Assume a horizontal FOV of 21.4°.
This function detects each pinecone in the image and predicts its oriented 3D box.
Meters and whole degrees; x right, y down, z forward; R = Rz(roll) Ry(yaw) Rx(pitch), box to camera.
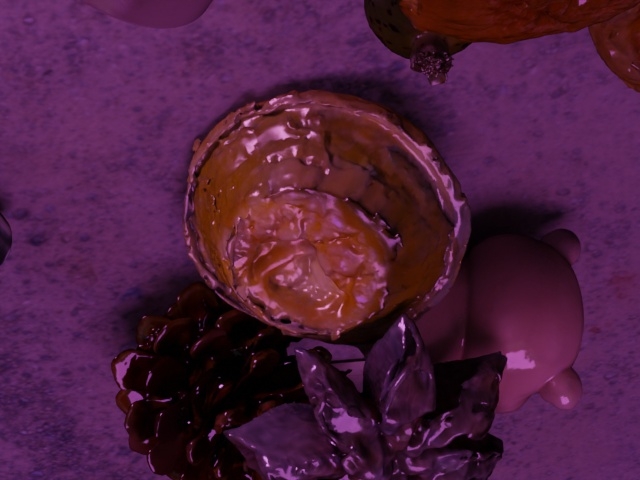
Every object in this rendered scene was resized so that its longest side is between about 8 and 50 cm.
[{"bbox_3d":[-0.094,0.177,1.921,0.264,0.264,0.264,-7,145,-5],"label":"pinecone"}]

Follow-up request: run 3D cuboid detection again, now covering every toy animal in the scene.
[{"bbox_3d":[0.163,0.077,1.887,0.221,0.210,0.229,20,158,-35],"label":"toy animal"}]

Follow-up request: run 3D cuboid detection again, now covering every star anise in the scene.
[{"bbox_3d":[0.057,0.220,1.776,0.332,0.117,0.332,-8,124,-12],"label":"star anise"}]

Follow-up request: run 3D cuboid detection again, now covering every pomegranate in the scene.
[{"bbox_3d":[0.093,-0.214,1.515,0.130,0.130,0.130,-7,145,-5],"label":"pomegranate"}]

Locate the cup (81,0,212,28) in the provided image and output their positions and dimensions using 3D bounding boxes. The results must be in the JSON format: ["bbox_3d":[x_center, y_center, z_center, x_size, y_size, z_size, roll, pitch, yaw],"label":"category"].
[{"bbox_3d":[-0.131,-0.290,1.266,0.253,0.191,0.200,-24,163,-51],"label":"cup"}]

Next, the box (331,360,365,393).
[{"bbox_3d":[-0.012,0.222,2.145,0.199,0.081,0.135,-2,145,-8],"label":"box"}]

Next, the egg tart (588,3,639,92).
[{"bbox_3d":[0.398,-0.247,1.542,0.341,0.129,0.341,-8,146,-5],"label":"egg tart"}]

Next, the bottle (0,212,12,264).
[{"bbox_3d":[-0.385,-0.058,1.664,0.096,0.079,0.253,-49,145,-11],"label":"bottle"}]

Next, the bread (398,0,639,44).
[{"bbox_3d":[0.176,-0.250,1.361,0.268,0.146,0.268,-14,163,-4],"label":"bread"}]

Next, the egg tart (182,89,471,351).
[{"bbox_3d":[0.000,0.000,1.717,0.315,0.120,0.315,5,124,8],"label":"egg tart"}]
